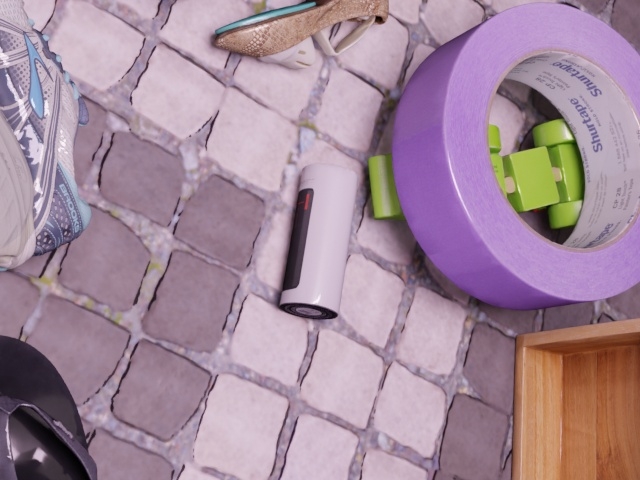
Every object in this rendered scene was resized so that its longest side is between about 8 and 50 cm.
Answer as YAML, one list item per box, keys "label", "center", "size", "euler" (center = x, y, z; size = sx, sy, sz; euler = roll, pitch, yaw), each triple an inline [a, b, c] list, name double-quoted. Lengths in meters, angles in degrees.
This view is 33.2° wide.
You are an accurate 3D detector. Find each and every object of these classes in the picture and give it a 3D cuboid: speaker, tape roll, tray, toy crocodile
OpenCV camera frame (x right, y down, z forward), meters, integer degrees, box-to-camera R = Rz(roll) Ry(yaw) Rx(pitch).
- label: "speaker"
  center: [0.000, 0.000, 0.978]
  size: [0.055, 0.055, 0.136]
  euler: [19, 71, -29]
- label: "tape roll"
  center: [0.205, -0.075, 0.996]
  size: [0.275, 0.090, 0.274]
  euler: [5, 79, -26]
- label: "tray"
  center: [0.273, 0.286, 1.006]
  size: [0.076, 0.203, 0.411]
  euler: [15, 72, -31]
- label: "toy crocodile"
  center: [0.193, -0.057, 1.099]
  size: [0.340, 0.105, 0.115]
  euler: [-7, 84, -29]

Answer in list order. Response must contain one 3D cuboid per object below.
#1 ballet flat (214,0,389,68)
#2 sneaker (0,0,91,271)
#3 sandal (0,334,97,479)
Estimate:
- label: "ballet flat"
  center: [-0.007, -0.200, 1.011]
  size: [0.206, 0.073, 0.067]
  euler: [-29, 111, -30]
- label: "sneaker"
  center: [-0.248, -0.120, 0.824]
  size: [0.122, 0.110, 0.283]
  euler: [-14, 98, -52]
- label: "sandal"
  center: [-0.205, 0.181, 0.805]
  size: [0.097, 0.054, 0.254]
  euler: [-28, 95, -34]
